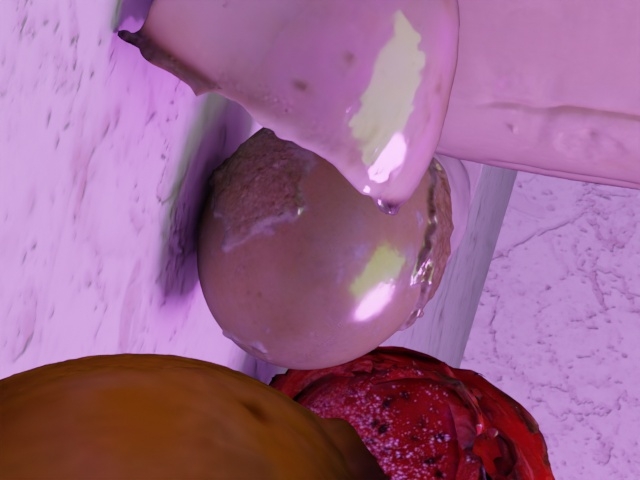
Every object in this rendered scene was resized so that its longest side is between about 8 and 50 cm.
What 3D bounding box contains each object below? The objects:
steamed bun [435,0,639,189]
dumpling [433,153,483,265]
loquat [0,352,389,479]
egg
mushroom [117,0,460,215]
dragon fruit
[{"bbox_3d":[0.201,-0.268,1.355,0.290,0.371,0.456,-74,171,-50],"label":"steamed bun"},{"bbox_3d":[0.061,-0.023,1.703,0.151,0.124,0.229,33,76,-40],"label":"dumpling"},{"bbox_3d":[-0.084,0.219,0.698,0.359,0.328,0.328,-33,178,12],"label":"loquat"},{"bbox_3d":[0.002,-0.002,1.221,0.201,0.164,0.164,-57,159,-50],"label":"egg"},{"bbox_3d":[0.026,-0.126,1.044,0.173,0.162,0.236,-53,175,6],"label":"mushroom"},{"bbox_3d":[0.062,0.228,1.548,0.302,0.296,0.295,20,84,-68],"label":"dragon fruit"}]
